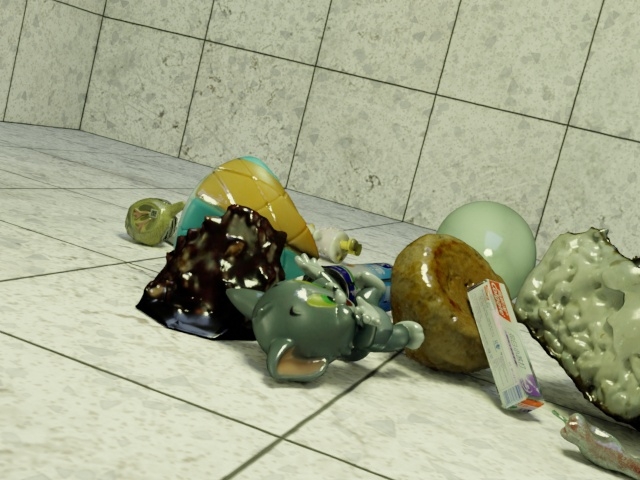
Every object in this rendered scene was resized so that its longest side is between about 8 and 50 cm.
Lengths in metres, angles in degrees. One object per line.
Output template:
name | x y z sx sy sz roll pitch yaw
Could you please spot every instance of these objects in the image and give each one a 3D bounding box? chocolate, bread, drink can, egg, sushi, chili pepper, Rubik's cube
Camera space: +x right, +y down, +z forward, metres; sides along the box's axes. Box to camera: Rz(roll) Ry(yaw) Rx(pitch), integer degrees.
chocolate | -0.139 0.030 1.290 0.224 0.177 0.206 8 10 -44
bread | 0.195 0.104 1.346 0.230 0.123 0.230 28 41 -27
drink can | 0.059 0.087 1.527 0.097 0.097 0.235 18 10 28
egg | 0.364 0.032 1.956 0.230 0.230 0.371 15 13 4
sushi | 0.451 0.127 1.264 0.207 0.234 0.348 31 21 -36
chili pepper | 0.344 0.253 1.067 0.153 0.041 0.050 34 35 20
Rubik's cube | -0.169 -0.009 1.417 0.254 0.254 0.254 14 8 -2

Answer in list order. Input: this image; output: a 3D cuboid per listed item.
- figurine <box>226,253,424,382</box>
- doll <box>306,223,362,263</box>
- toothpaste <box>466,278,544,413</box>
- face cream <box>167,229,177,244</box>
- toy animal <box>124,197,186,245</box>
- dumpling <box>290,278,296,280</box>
figurine | 0.013 0.106 1.187 0.265 0.140 0.193 23 22 -47
doll | 0.000 0.000 2.079 0.207 0.081 0.129 16 -11 30
toothpaste | 0.257 0.146 1.239 0.047 0.040 0.196 18 45 -35
face cream | -0.300 -0.011 1.794 0.034 0.034 0.130 8 10 -39
toy animal | -0.311 -0.042 1.718 0.137 0.098 0.098 -20 3 10
dumpling | -0.133 0.023 1.585 0.219 0.108 0.152 19 9 17
